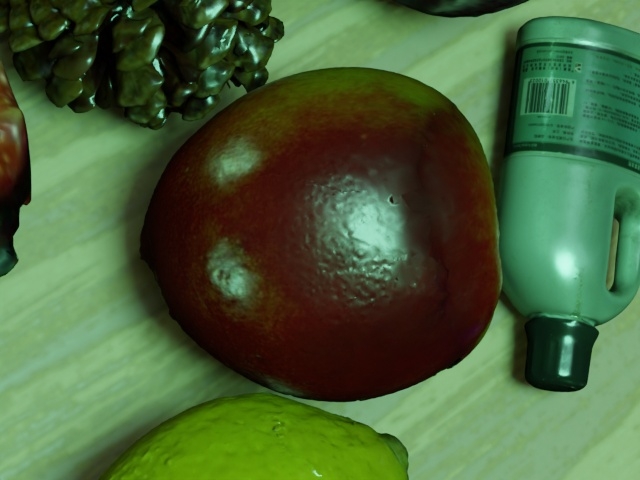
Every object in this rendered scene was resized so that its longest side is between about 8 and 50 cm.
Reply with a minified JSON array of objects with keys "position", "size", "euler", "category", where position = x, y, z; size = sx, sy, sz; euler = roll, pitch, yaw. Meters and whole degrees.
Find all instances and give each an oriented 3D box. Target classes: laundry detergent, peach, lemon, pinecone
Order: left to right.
[{"position":[-0.093,-0.134,0.928],"size":[0.173,0.173,0.174],"euler":[4,79,-22],"category":"pinecone"},{"position":[-0.043,0.173,0.879],"size":[0.180,0.180,0.193],"euler":[26,71,-16],"category":"lemon"},{"position":[0.000,0.000,0.925],"size":[0.197,0.197,0.197],"euler":[4,79,-22],"category":"peach"},{"position":[0.155,-0.020,1.049],"size":[0.099,0.070,0.226],"euler":[14,74,-26],"category":"laundry detergent"}]

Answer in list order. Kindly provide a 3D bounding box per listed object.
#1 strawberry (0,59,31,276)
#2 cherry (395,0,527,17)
[{"position":[-0.283,-0.092,0.870],"size":[0.233,0.138,0.306],"euler":[1,53,-41],"category":"strawberry"},{"position":[0.062,-0.256,0.979],"size":[0.255,0.218,0.296],"euler":[31,60,-15],"category":"cherry"}]
